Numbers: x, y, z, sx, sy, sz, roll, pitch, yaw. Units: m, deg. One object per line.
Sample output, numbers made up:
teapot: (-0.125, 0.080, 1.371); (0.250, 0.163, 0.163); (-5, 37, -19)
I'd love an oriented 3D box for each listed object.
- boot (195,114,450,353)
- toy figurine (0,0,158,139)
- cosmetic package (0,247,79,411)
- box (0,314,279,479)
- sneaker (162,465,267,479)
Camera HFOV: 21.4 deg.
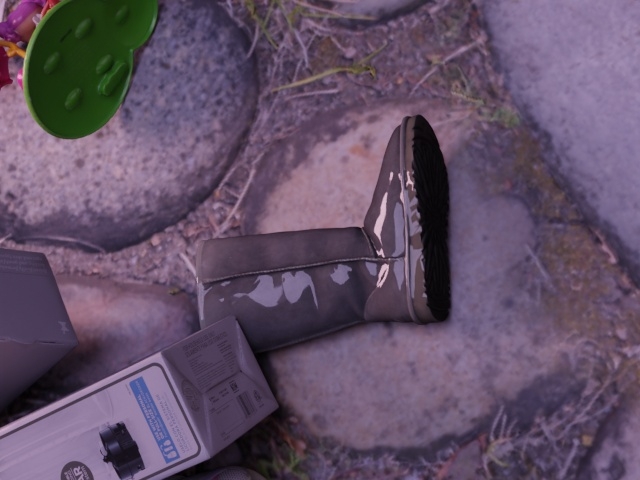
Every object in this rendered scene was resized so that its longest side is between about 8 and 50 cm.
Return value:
boot: (-0.001, -0.002, 1.399); (0.208, 0.076, 0.190); (-7, 70, 28)
toy figurine: (-0.258, -0.187, 1.547); (0.159, 0.130, 0.173); (18, 60, 36)
cosmetic package: (-0.331, 0.107, 1.435); (0.238, 0.127, 0.107); (-41, 61, 27)
box: (-0.196, 0.168, 1.351); (0.290, 0.169, 0.087); (-27, 90, 20)
sneaker: (-0.063, 0.282, 1.316); (0.111, 0.103, 0.252); (-27, 66, 16)
